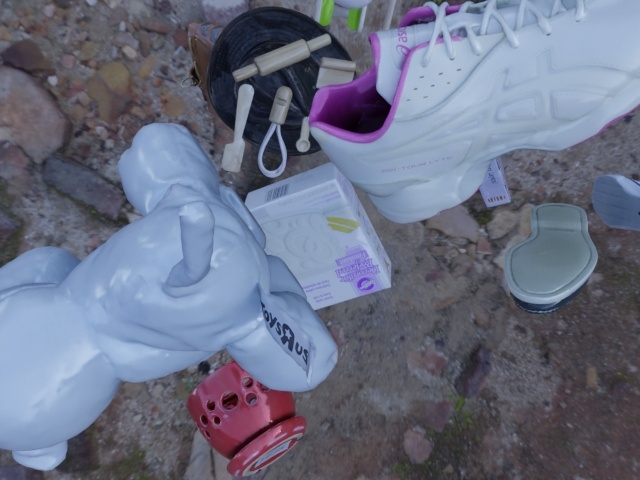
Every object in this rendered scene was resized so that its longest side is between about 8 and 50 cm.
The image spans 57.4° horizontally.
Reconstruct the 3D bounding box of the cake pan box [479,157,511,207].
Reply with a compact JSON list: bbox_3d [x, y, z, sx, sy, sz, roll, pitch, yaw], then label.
[{"bbox_3d":[0.389,-0.245,1.418,0.070,0.267,0.245,-16,61,20],"label":"cake pan box"}]

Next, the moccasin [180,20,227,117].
[{"bbox_3d":[-0.323,-0.491,1.711,0.147,0.380,0.139,23,75,4],"label":"moccasin"}]

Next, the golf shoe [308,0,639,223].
[{"bbox_3d":[0.119,-0.121,0.408,0.140,0.115,0.306,31,132,-30],"label":"golf shoe"}]

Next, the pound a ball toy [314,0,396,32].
[{"bbox_3d":[0.102,-0.650,1.464,0.208,0.135,0.319,7,132,-4],"label":"pound a ball toy"}]

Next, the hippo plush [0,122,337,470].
[{"bbox_3d":[-0.136,0.076,0.445,0.236,0.294,0.234,-35,119,-1],"label":"hippo plush"}]

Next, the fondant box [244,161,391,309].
[{"bbox_3d":[0.000,0.000,1.388,0.238,0.096,0.330,-19,123,18],"label":"fondant box"}]

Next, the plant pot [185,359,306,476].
[{"bbox_3d":[-0.132,0.330,1.107,0.191,0.191,0.174,-41,65,5],"label":"plant pot"}]

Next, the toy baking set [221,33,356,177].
[{"bbox_3d":[-0.051,-0.207,0.933,0.256,0.030,0.196,-21,117,-9],"label":"toy baking set"}]

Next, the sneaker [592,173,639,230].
[{"bbox_3d":[0.571,-0.056,1.019,0.091,0.258,0.094,0,110,-6],"label":"sneaker"}]

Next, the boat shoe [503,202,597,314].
[{"bbox_3d":[0.360,0.047,0.924,0.127,0.340,0.113,4,115,20],"label":"boat shoe"}]

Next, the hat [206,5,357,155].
[{"bbox_3d":[-0.079,-0.307,1.207,0.331,0.134,0.331,0,117,-1],"label":"hat"}]

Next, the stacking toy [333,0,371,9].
[{"bbox_3d":[-0.008,-0.640,1.000,0.351,0.350,0.480,-24,112,5],"label":"stacking toy"}]
